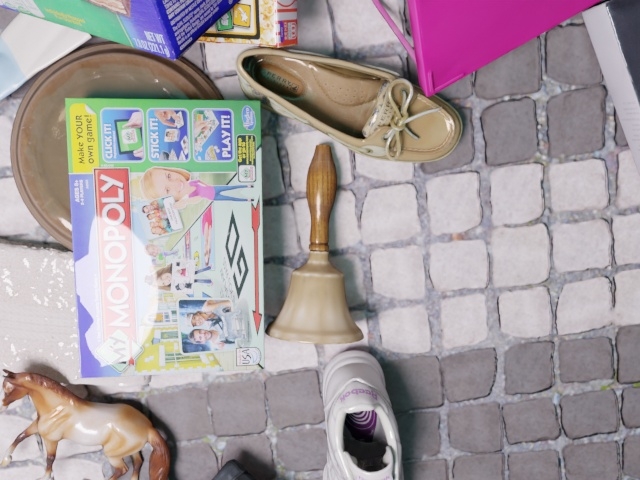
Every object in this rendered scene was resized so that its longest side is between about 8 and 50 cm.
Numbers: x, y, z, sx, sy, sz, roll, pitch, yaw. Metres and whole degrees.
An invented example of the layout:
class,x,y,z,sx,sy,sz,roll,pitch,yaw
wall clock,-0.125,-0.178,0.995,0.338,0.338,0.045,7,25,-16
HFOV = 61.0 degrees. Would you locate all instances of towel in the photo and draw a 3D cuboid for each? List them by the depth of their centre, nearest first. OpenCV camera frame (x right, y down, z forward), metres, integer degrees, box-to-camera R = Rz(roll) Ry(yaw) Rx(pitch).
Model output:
class,x,y,z,sx,sy,sz,roll,pitch,yaw
towel,-0.364,0.094,0.722,0.282,0.049,0.187,5,103,-2

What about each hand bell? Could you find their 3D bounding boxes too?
class,x,y,z,sx,sy,sz,roll,pitch,yaw
hand bell,0.000,0.000,0.690,0.126,0.126,0.241,4,90,-1

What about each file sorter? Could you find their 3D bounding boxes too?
class,x,y,z,sx,sy,sz,roll,pitch,yaw
file sorter,0.184,-0.332,0.539,0.291,0.202,0.182,-29,68,5

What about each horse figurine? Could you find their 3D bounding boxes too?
class,x,y,z,sx,sy,sz,roll,pitch,yaw
horse figurine,-0.315,0.274,0.744,0.263,0.066,0.174,23,105,-14

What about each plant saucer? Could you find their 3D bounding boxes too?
class,x,y,z,sx,sy,sz,roll,pitch,yaw
plant saucer,-0.238,-0.105,0.663,0.278,0.041,0.277,-1,95,-7

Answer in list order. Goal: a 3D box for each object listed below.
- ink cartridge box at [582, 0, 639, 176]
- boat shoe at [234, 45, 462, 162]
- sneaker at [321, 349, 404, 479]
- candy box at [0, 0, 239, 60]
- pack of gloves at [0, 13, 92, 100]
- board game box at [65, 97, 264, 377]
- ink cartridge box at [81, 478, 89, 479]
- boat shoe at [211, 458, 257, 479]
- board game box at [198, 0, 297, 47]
class,x,y,z,sx,sy,sz,roll,pitch,yaw
ink cartridge box,0.462,-0.164,0.663,0.165,0.065,0.332,-26,102,5
boat shoe,0.036,-0.159,0.647,0.285,0.089,0.104,15,101,-4
sneaker,0.054,0.309,0.719,0.114,0.152,0.305,-11,104,0
candy box,-0.235,-0.337,0.444,0.268,0.317,0.122,22,61,20
pack of gloves,-0.415,-0.257,0.658,0.232,0.046,0.195,-33,89,4
board game box,-0.174,-0.002,0.637,0.214,0.046,0.317,-2,97,-8
ink cartridge box,-0.346,0.424,0.773,0.052,0.088,0.122,16,102,-4
boat shoe,-0.210,0.436,0.770,0.340,0.127,0.113,-44,70,16
board game box,-0.118,-0.290,0.585,0.194,0.045,0.146,13,118,24
